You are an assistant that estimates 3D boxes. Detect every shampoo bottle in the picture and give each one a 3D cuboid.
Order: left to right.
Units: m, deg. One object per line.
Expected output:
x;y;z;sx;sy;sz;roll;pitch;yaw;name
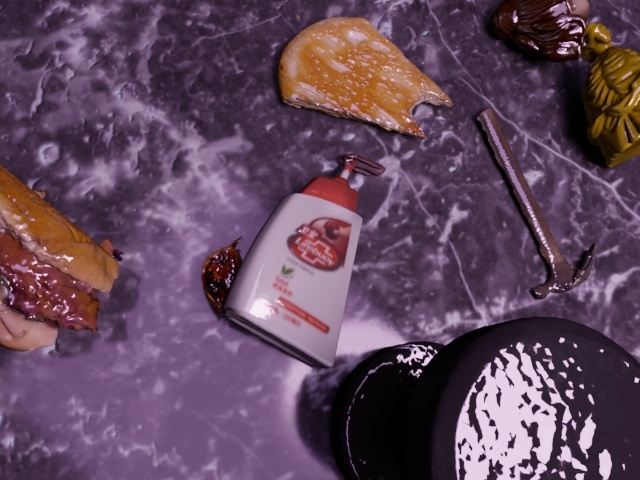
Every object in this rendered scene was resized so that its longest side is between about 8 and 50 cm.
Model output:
0.000;0.000;0.639;0.153;0.071;0.284;32;69;-20;shampoo bottle

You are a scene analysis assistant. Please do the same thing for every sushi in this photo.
-0.121;0.044;0.619;0.051;0.047;0.099;3;73;-8;sushi

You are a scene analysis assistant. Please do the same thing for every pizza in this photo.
0.071;-0.239;0.744;0.262;0.034;0.180;22;72;-4;pizza

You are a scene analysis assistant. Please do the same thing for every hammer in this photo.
0.305;-0.064;0.748;0.125;0.027;0.297;-21;79;-16;hammer

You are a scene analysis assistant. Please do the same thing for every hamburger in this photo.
-0.370;-0.018;0.528;0.282;0.245;0.155;25;70;43;hamburger

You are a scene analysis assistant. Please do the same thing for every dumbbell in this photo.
0.140;0.192;0.486;0.204;0.322;0.203;3;74;-11;dumbbell

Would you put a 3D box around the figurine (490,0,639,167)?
0.415;-0.286;0.768;0.187;0.168;0.315;-5;59;-57;figurine
